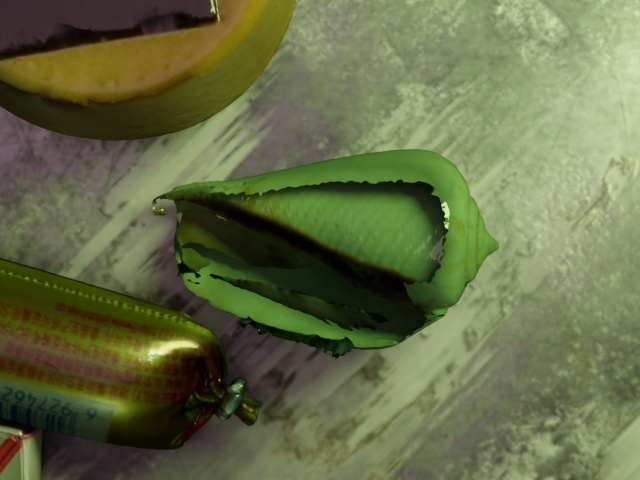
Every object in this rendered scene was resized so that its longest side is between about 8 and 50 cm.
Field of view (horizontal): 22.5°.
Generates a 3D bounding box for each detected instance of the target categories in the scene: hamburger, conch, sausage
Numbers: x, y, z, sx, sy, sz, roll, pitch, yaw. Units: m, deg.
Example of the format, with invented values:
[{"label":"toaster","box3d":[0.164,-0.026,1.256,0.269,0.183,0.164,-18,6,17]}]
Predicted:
[{"label":"hamburger","box3d":[-0.152,-0.220,1.164,0.300,0.176,0.300,0,93,-3]},{"label":"conch","box3d":[0.005,0.012,1.199,0.251,0.137,0.143,-10,94,-2]},{"label":"sausage","box3d":[-0.195,0.080,1.207,0.317,0.117,0.125,15,95,-5]}]

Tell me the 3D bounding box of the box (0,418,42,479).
[{"label":"box","box3d":[-0.367,0.288,1.113,0.314,0.300,0.312,2,93,-3]}]
